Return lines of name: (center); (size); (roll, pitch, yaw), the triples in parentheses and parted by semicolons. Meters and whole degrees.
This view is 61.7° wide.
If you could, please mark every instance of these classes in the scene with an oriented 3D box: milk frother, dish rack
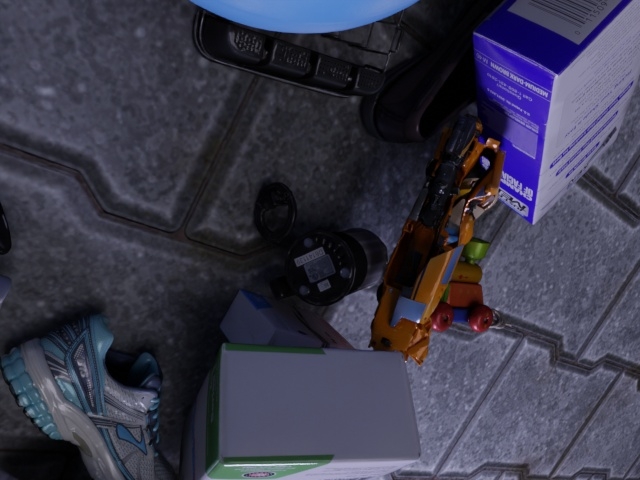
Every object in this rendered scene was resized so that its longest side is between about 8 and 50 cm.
milk frother: (0.000, 0.000, 0.651); (0.134, 0.129, 0.143); (-7, 90, -68)
dish rack: (0.010, -0.284, 0.517); (0.208, 0.074, 0.272); (5, 110, -35)

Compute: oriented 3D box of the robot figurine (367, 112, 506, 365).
robot figurine: (0.142, -0.007, 0.649); (0.211, 0.085, 0.291); (-11, 122, -76)

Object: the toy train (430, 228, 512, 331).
toy train: (0.228, 0.059, 0.825); (0.248, 0.105, 0.144); (7, 97, -35)

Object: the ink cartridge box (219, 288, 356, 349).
ink cartridge box: (-0.027, 0.132, 0.692); (0.180, 0.104, 0.060); (24, 98, -39)

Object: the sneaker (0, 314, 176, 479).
sneaker: (-0.220, 0.201, 0.607); (0.122, 0.110, 0.283); (-35, 128, -17)

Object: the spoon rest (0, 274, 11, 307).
spoon rest: (-0.359, 0.127, 0.497); (0.137, 0.084, 0.276); (31, 108, -18)

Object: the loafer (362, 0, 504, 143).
loafer: (0.191, -0.214, 0.648); (0.302, 0.095, 0.109); (-40, 127, -8)

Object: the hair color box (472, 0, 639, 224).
hair color box: (0.288, -0.176, 0.650); (0.185, 0.110, 0.339); (-45, 151, -4)

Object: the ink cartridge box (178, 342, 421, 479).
ink cartridge box: (-0.044, 0.227, 0.620); (0.201, 0.117, 0.278); (7, 145, -19)

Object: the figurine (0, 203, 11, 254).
figurine: (-0.355, -0.069, 0.396); (0.214, 0.092, 0.210); (-6, 122, -28)

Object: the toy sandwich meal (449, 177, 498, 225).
toy sandwich meal: (0.214, -0.055, 0.770); (0.085, 0.029, 0.086); (4, 142, 3)

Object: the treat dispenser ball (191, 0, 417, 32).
treat dispenser ball: (-0.010, -0.268, 0.295); (0.288, 0.288, 0.288); (-15, 121, -25)
